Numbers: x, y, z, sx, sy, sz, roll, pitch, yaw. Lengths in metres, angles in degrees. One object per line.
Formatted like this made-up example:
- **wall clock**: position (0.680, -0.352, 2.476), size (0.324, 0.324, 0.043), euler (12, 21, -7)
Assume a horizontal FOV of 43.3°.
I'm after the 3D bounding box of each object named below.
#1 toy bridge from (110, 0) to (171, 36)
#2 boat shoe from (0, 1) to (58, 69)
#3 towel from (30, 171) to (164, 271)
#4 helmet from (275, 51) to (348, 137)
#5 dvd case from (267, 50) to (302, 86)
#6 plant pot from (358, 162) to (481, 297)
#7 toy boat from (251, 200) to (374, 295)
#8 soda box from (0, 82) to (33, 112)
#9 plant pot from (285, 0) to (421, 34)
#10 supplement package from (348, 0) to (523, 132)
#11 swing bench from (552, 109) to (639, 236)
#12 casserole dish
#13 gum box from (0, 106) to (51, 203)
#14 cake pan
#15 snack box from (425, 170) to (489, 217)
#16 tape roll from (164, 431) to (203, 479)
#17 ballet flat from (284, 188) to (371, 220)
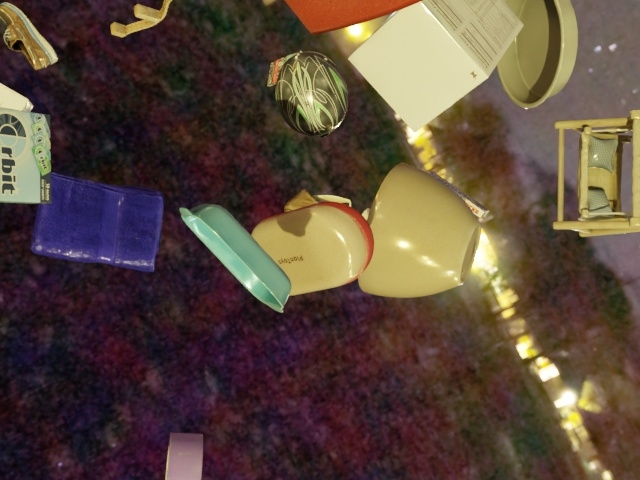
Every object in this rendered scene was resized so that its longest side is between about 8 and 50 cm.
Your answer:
- **toy bridge**: position (-0.367, -0.484, 1.718), size (0.063, 0.188, 0.026), euler (5, 69, -50)
- **boat shoe**: position (-0.684, -0.466, 1.836), size (0.183, 0.066, 0.066), euler (45, -25, 7)
- **towel**: position (-0.548, -0.052, 2.009), size (0.076, 0.309, 0.227), euler (134, -39, -58)
- **helmet**: position (-0.019, -0.310, 1.718), size (0.169, 0.170, 0.161), euler (65, 8, 14)
- **dvd case**: position (-0.107, -0.514, 2.415), size (0.013, 0.120, 0.087), euler (31, 55, -43)
- **plant pot**: position (0.221, -0.001, 1.664), size (0.284, 0.191, 0.284), euler (-51, 150, -45)
- **toy boat**: position (0.000, 0.000, 1.413), size (0.151, 0.231, 0.150), euler (-38, 108, -44)
- **soda box**: position (-0.763, -0.335, 1.805), size (0.216, 0.073, 0.069), euler (30, -7, -7)
- **plant pot**: position (0.028, -0.528, 1.419), size (0.267, 0.236, 0.267), euler (46, 27, -33)
- **supplement package**: position (0.229, -0.388, 1.569), size (0.198, 0.199, 0.262), euler (47, 44, -9)
- **swing bench**: position (0.671, -0.145, 1.798), size (0.165, 0.255, 0.253), euler (10, 80, -48)
- **casserole dish**: position (-0.103, 0.016, 1.028), size (0.188, 0.037, 0.114), euler (49, -16, -18)
- **gum box**: position (-0.534, -0.142, 1.345), size (0.184, 0.041, 0.156), euler (-1, 90, -60)
- **cake pan**: position (0.485, -0.447, 1.814), size (0.293, 0.054, 0.293), euler (173, -90, -75)
- **snack box**: position (0.339, -0.116, 2.017), size (0.178, 0.022, 0.064), euler (37, 19, 17)
- **tape roll**: position (-0.331, 0.558, 1.936), size (0.189, 0.080, 0.188), euler (-175, -90, -80)
- **ballet flat**: position (0.068, -0.048, 2.170), size (0.343, 0.124, 0.116), euler (25, -18, 17)
